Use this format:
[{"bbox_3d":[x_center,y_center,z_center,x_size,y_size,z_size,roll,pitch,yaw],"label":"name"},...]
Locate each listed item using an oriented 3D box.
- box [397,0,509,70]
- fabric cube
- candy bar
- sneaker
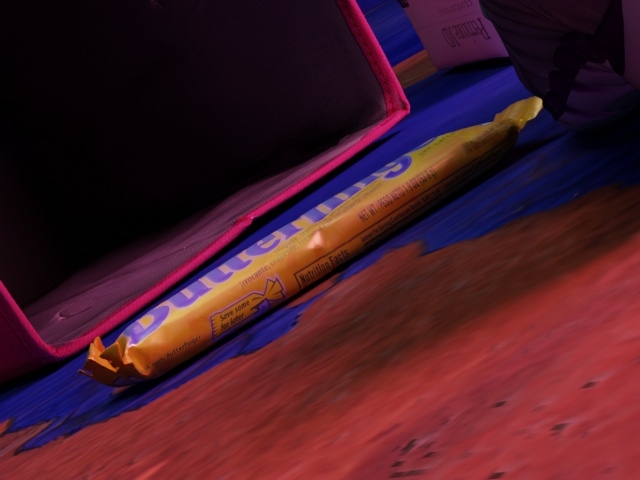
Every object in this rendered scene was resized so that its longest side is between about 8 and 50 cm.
[{"bbox_3d":[0.123,-0.181,0.967,0.182,0.119,0.181,-31,6,-6],"label":"box"},{"bbox_3d":[-0.172,-0.077,0.857,0.258,0.254,0.259,-23,10,44],"label":"fabric cube"},{"bbox_3d":[0.000,0.000,0.573,0.161,0.018,0.040,-31,7,-20],"label":"candy bar"},{"bbox_3d":[0.060,-0.087,0.488,0.083,0.098,0.224,-56,0,0],"label":"sneaker"}]
